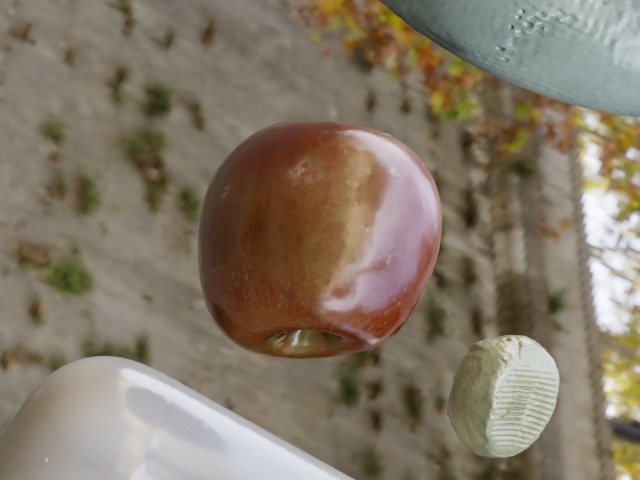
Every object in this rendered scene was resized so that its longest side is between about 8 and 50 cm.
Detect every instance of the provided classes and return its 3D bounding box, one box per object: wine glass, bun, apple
[{"bbox_3d":[0.172,-0.079,0.706,0.096,0.309,0.264,-58,177,0],"label":"wine glass"},{"bbox_3d":[0.160,0.138,1.495,0.069,0.115,0.115,27,-85,47],"label":"bun"},{"bbox_3d":[0.000,0.000,1.217,0.181,0.181,0.168,-32,-129,51],"label":"apple"}]

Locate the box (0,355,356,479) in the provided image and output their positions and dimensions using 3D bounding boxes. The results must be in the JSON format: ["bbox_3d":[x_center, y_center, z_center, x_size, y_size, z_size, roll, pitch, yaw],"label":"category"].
[{"bbox_3d":[-0.123,0.266,1.331,0.289,0.349,0.141,-54,-163,18],"label":"box"}]
